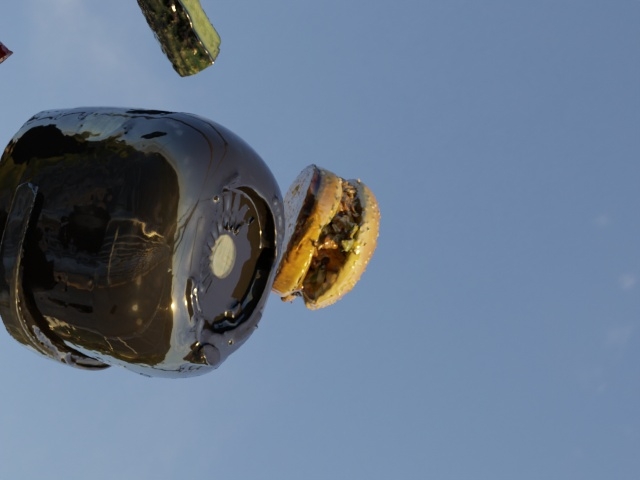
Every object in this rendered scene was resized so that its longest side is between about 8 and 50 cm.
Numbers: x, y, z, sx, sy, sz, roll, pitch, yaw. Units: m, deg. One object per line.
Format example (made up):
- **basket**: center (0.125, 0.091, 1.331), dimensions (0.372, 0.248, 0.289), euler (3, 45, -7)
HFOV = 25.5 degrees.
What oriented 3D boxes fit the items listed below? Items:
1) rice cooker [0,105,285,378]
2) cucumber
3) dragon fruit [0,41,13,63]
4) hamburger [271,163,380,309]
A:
- **rice cooker**: center (-0.167, 0.004, 1.306), dimensions (0.224, 0.267, 0.267), euler (12, -56, 26)
- **cucumber**: center (-0.191, -0.289, 1.621), dimensions (0.062, 0.078, 0.211), euler (-22, -59, 17)
- **dragon fruit**: center (-0.384, -0.212, 1.278), dimensions (0.192, 0.092, 0.122), euler (44, -4, 20)
- **hamburger**: center (-0.004, 0.004, 1.804), dimensions (0.118, 0.182, 0.191), euler (28, -64, -13)
